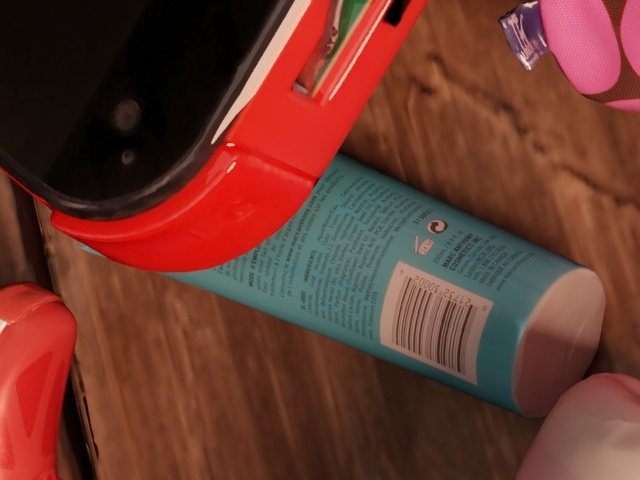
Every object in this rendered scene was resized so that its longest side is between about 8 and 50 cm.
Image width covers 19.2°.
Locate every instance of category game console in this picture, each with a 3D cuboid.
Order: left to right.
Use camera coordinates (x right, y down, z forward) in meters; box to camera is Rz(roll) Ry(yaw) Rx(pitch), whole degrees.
[{"bbox_3d":[-0.059,-0.217,0.681,0.342,0.060,0.386,38,101,34],"label":"game console"}]

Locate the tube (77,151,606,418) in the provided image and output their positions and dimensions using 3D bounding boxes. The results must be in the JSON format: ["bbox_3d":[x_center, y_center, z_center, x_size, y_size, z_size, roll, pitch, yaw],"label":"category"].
[{"bbox_3d":[0.000,0.000,0.665,0.207,0.052,0.080,24,85,34],"label":"tube"}]

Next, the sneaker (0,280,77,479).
[{"bbox_3d":[-0.095,0.134,0.687,0.128,0.087,0.221,19,99,17],"label":"sneaker"}]

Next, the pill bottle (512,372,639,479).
[{"bbox_3d":[0.078,0.203,0.524,0.169,0.169,0.301,29,96,28],"label":"pill bottle"}]

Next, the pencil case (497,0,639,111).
[{"bbox_3d":[0.161,-0.067,0.539,0.209,0.098,0.095,15,53,38],"label":"pencil case"}]
